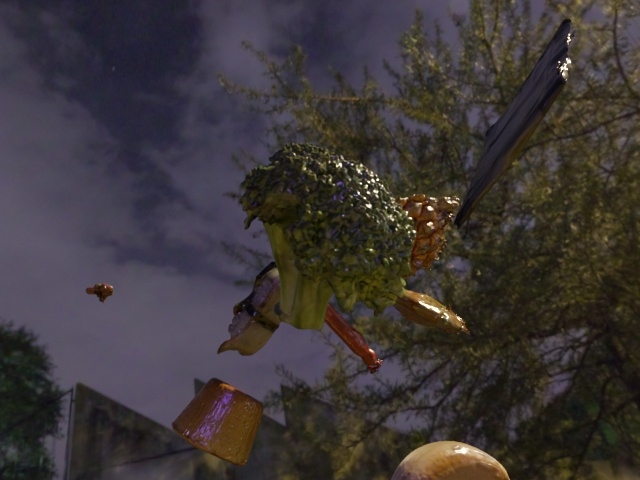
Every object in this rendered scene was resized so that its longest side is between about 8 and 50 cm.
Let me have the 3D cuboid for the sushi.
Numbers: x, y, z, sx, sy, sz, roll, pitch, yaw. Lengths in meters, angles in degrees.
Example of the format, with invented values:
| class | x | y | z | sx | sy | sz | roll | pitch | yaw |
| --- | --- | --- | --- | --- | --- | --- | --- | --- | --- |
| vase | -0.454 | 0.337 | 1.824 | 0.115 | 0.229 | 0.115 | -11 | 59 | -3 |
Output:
| class | x | y | z | sx | sy | sz | roll | pitch | yaw |
| --- | --- | --- | --- | --- | --- | --- | --- | --- | --- |
| sushi | -0.153 | 0.197 | 1.293 | 0.109 | 0.273 | 0.134 | 11 | -38 | 52 |

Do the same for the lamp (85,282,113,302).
| class | x | y | z | sx | sy | sz | roll | pitch | yaw |
| --- | --- | --- | --- | --- | --- | --- | --- | --- | --- |
| lamp | -0.581 | 0.137 | 1.338 | 0.083 | 0.031 | 0.063 | -22 | -39 | 38 |

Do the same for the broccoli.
| class | x | y | z | sx | sy | sz | roll | pitch | yaw |
| --- | --- | --- | --- | --- | --- | --- | --- | --- | --- |
| broccoli | 0.015 | -0.012 | 0.719 | 0.235 | 0.288 | 0.260 | -15 | -71 | 11 |

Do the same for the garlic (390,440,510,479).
| class | x | y | z | sx | sy | sz | roll | pitch | yaw |
| --- | --- | --- | --- | --- | --- | --- | --- | --- | --- |
| garlic | 0.170 | 0.392 | 0.717 | 0.245 | 0.164 | 0.146 | -33 | -40 | -36 |

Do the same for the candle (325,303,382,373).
| class | x | y | z | sx | sy | sz | roll | pitch | yaw |
| --- | --- | --- | --- | --- | --- | --- | --- | --- | --- |
| candle | 0.059 | 0.239 | 1.374 | 0.048 | 0.051 | 0.329 | -31 | -70 | 29 |

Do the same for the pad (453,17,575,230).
| class | x | y | z | sx | sy | sz | roll | pitch | yaw |
| --- | --- | --- | --- | --- | --- | --- | --- | --- | --- |
| pad | 0.208 | -0.128 | 0.529 | 0.022 | 0.233 | 0.174 | 31 | -50 | 5 |

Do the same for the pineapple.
| class | x | y | z | sx | sy | sz | roll | pitch | yaw |
| --- | --- | --- | --- | --- | --- | --- | --- | --- | --- |
| pineapple | 0.302 | 0.005 | 1.456 | 0.286 | 0.209 | 0.344 | -20 | -21 | 8 |

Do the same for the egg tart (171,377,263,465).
| class | x | y | z | sx | sy | sz | roll | pitch | yaw |
| --- | --- | --- | --- | --- | --- | --- | --- | --- | --- |
| egg tart | -0.232 | 0.419 | 1.187 | 0.202 | 0.147 | 0.202 | 24 | -18 | 9 |

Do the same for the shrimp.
| class | x | y | z | sx | sy | sz | roll | pitch | yaw |
| --- | --- | --- | --- | --- | --- | --- | --- | --- | --- |
| shrimp | 0.243 | 0.157 | 1.016 | 0.294 | 0.154 | 0.062 | 22 | -87 | -53 |
